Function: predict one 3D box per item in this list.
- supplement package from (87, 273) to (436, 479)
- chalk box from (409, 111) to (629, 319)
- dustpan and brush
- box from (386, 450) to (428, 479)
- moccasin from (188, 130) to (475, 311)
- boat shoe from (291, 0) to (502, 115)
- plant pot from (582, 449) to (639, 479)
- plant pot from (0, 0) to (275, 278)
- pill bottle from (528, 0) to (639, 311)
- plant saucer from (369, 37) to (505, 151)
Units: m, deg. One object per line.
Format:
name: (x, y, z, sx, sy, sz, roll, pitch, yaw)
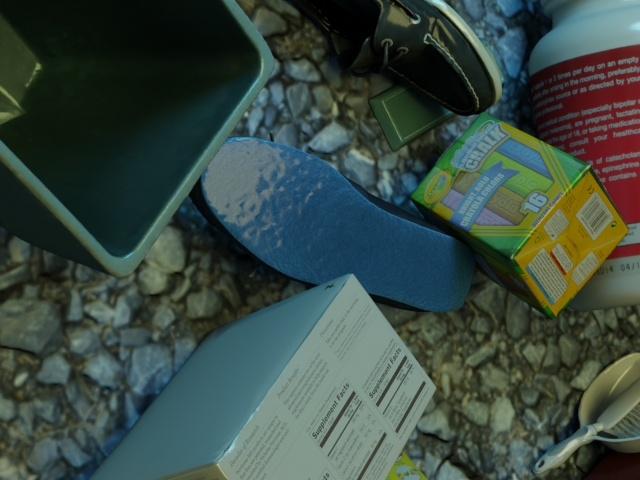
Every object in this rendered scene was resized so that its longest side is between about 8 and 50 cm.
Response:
supplement package: (-0.056, 0.183, 1.079, 0.145, 0.204, 0.262, 55, 41, -14)
chalk box: (0.196, -0.038, 1.312, 0.132, 0.213, 0.132, -50, 134, -6)
dustpan and brush: (0.340, 0.215, 1.426, 0.211, 0.147, 0.060, -42, 123, -3)
box: (0.064, 0.266, 1.223, 0.105, 0.179, 0.043, -6, 125, -31)
moccasin: (0.000, 0.000, 1.238, 0.342, 0.117, 0.137, 30, 81, -30)
boat shoe: (0.046, -0.233, 1.289, 0.340, 0.127, 0.113, 45, 64, -17)
plant pot: (0.416, 0.365, 1.370, 0.236, 0.267, 0.267, -23, 95, -18)
plant pot: (-0.244, -0.145, 1.008, 0.248, 0.252, 0.247, 51, 59, -37)
pill bottle: (0.368, -0.132, 1.412, 0.229, 0.229, 0.407, -6, 86, -32)
plant saucer: (0.140, -0.172, 1.403, 0.192, 0.018, 0.067, -32, 100, -30)
